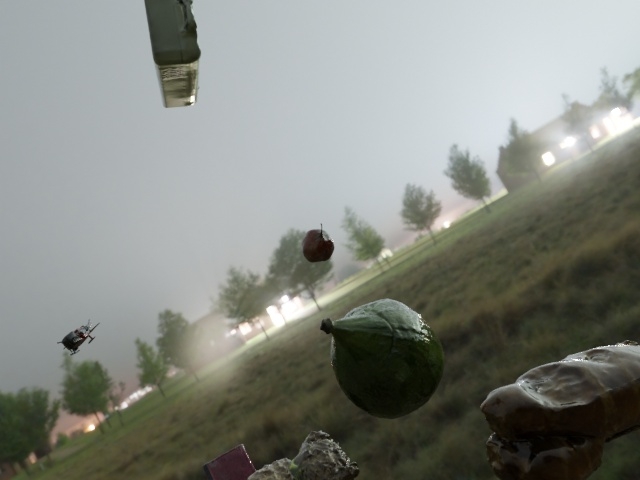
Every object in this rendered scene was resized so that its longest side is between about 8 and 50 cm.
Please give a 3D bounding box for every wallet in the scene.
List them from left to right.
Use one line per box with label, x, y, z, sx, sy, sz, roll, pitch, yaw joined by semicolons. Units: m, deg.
wallet;-0.190;0.631;1.603;0.119;0.232;0.025;-30;-16;2

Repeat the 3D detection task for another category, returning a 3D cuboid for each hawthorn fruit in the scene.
hawthorn fruit;0.000;0.000;1.247;0.066;0.067;0.103;-28;-19;-30

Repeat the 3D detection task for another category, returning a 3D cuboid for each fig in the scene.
fig;0.090;0.190;1.101;0.203;0.203;0.235;-30;-32;20

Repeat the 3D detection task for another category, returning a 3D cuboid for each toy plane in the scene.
toy plane;-0.476;0.189;1.299;0.060;0.037;0.145;-48;1;-2

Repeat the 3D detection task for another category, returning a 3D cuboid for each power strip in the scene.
power strip;-0.197;-0.251;0.884;0.058;0.098;0.338;-10;2;-11

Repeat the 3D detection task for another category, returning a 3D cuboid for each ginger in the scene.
ginger;0.475;0.325;1.195;0.418;0.254;0.176;-17;22;-22

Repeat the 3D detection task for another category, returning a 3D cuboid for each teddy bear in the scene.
teddy bear;-0.058;0.564;1.382;0.222;0.296;0.246;4;16;-18
